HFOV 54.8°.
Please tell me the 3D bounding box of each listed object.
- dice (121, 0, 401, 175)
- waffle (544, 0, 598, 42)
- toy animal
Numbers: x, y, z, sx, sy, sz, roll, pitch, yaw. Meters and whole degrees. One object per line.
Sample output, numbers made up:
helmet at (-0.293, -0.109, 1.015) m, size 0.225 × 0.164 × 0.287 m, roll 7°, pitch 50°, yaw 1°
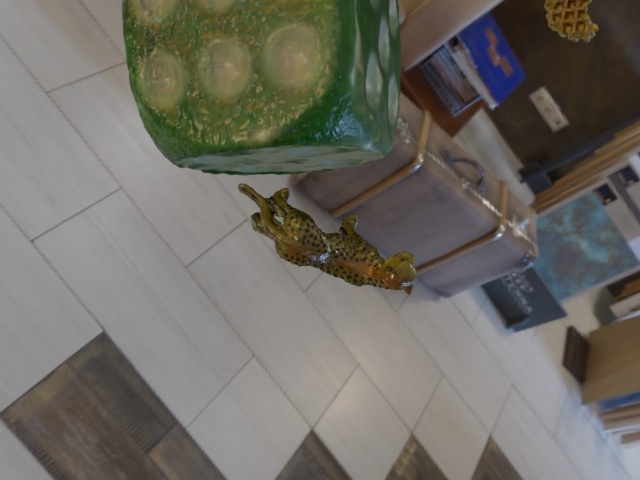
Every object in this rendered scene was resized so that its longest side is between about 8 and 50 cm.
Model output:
dice at (-0.058, -0.241, 0.802) m, size 0.300 × 0.297 × 0.287 m, roll -1°, pitch 89°, yaw -73°
waffle at (0.595, -0.545, 1.385) m, size 0.149 × 0.194 × 0.051 m, roll 44°, pitch 15°, yaw 26°
toy animal at (0.000, 0.000, 0.657) m, size 0.181 × 0.073 × 0.136 m, roll 25°, pitch 11°, yaw -26°
